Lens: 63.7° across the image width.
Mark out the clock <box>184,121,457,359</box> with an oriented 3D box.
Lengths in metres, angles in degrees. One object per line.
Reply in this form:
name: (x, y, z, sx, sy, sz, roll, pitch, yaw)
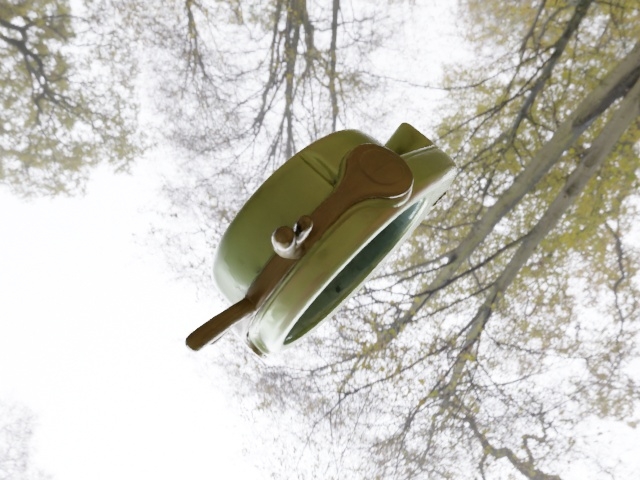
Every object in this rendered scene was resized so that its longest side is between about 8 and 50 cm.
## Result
clock: (0.000, 0.000, 0.471, 0.096, 0.235, 0.308, 45, -155, 11)
